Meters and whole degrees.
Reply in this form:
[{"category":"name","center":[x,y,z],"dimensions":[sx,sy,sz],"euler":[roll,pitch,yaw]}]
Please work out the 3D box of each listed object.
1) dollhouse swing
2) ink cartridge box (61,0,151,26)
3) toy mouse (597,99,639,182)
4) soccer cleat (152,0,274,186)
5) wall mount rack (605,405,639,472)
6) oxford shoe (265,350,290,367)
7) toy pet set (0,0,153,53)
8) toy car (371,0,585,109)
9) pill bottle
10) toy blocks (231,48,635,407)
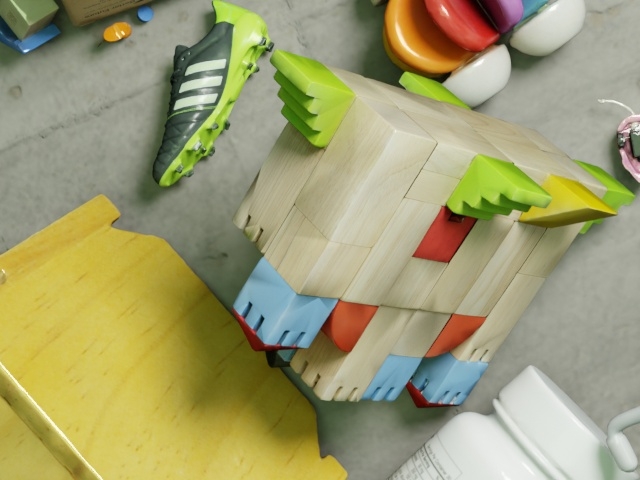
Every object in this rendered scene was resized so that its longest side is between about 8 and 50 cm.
[{"category":"dollhouse swing","center":[-0.235,0.218,1.244],"dimensions":[0.347,0.315,0.305],"euler":[47,128,2]},{"category":"ink cartridge box","center":[-0.124,-0.281,1.156],"dimensions":[0.235,0.193,0.088],"euler":[-21,84,-6]},{"category":"toy mouse","center":[0.318,-0.074,1.226],"dimensions":[0.161,0.031,0.143],"euler":[13,94,5]},{"category":"soccer cleat","center":[-0.112,-0.134,1.257],"dimensions":[0.072,0.060,0.179],"euler":[30,89,13]},{"category":"wall mount rack","center":[0.390,0.221,1.135],"dimensions":[0.130,0.350,0.304],"euler":[-37,85,43]},{"category":"oxford shoe","center":[0.000,0.000,1.248],"dimensions":[0.096,0.083,0.227],"euler":[0,94,-12]},{"category":"toy pet set","center":[-0.240,-0.217,1.272],"dimensions":[0.114,0.065,0.122],"euler":[-38,92,-28]},{"category":"toy car","center":[0.133,-0.211,1.184],"dimensions":[0.182,0.136,0.159],"euler":[-36,89,6]},{"category":"pill bottle","center":[0.128,0.252,1.199],"dimensions":[0.283,0.160,0.160],"euler":[-44,88,7]},{"category":"toy blocks","center":[0.059,0.018,1.129],"dimensions":[0.191,0.381,0.261],"euler":[46,113,37]}]
